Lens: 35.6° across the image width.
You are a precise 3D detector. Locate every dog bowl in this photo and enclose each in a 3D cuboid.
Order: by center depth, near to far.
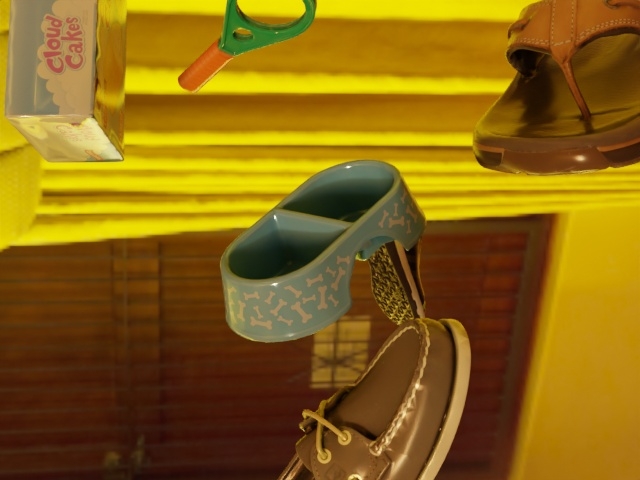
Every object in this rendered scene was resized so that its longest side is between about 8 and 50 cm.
[{"bbox_3d":[0.000,0.000,1.186,0.166,0.297,0.074,12,-49,40],"label":"dog bowl"}]

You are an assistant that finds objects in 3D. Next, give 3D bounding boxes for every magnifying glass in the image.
[{"bbox_3d":[-0.089,-0.224,1.089,0.231,0.092,0.026,-32,-134,46],"label":"magnifying glass"}]

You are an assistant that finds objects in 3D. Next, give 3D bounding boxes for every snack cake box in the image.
[{"bbox_3d":[-0.259,-0.227,1.042,0.152,0.089,0.264,95,-6,-78],"label":"snack cake box"}]

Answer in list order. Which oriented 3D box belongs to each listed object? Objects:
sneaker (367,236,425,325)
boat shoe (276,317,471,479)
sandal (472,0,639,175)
[{"bbox_3d":[0.121,0.018,1.416,0.084,0.097,0.234,18,-46,47],"label":"sneaker"},{"bbox_3d":[0.018,0.187,0.812,0.305,0.091,0.109,-62,-159,18],"label":"boat shoe"},{"bbox_3d":[0.126,-0.093,0.455,0.219,0.090,0.060,-48,125,-43],"label":"sandal"}]
